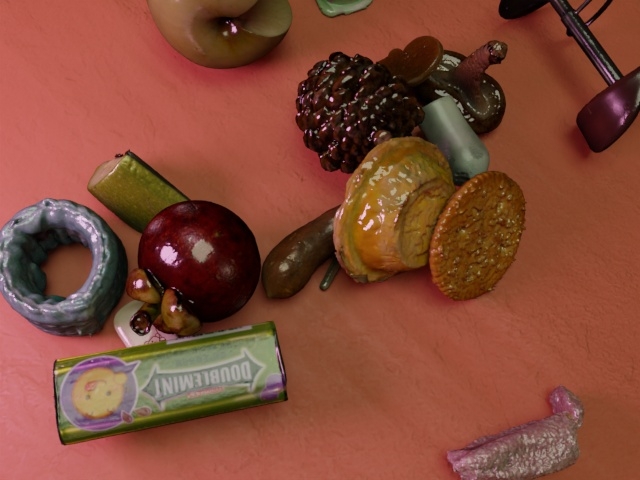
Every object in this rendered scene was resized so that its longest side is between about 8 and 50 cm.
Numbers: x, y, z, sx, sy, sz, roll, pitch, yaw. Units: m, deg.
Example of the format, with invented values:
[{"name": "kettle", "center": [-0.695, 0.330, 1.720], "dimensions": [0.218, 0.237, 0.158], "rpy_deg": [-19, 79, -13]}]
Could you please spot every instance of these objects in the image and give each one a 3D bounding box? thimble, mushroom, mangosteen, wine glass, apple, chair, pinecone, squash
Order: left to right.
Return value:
[{"name": "thimble", "center": [-0.428, 0.051, 1.043], "dimensions": [0.198, 0.143, 0.235], "rpy_deg": [-21, 75, -14]}, {"name": "squash", "center": [-0.305, -0.049, 1.163], "dimensions": [0.252, 0.169, 0.093], "rpy_deg": [42, 69, -27]}, {"name": "mangosteen", "center": [-0.216, 0.059, 1.017], "dimensions": [0.215, 0.215, 0.257], "rpy_deg": [27, 50, 3]}, {"name": "apple", "center": [-0.192, -0.489, 1.205], "dimensions": [0.292, 0.292, 0.254], "rpy_deg": [-9, 60, -11]}, {"name": "pinecone", "center": [0.061, -0.242, 1.181], "dimensions": [0.224, 0.224, 0.272], "rpy_deg": [-23, 42, -15]}, {"name": "wine glass", "center": [0.275, -0.166, 1.223], "dimensions": [0.103, 0.103, 0.231], "rpy_deg": [-26, 81, -16]}, {"name": "mushroom", "center": [0.298, -0.344, 1.245], "dimensions": [0.227, 0.217, 0.148], "rpy_deg": [32, 69, 5]}, {"name": "chair", "center": [0.573, -0.397, 1.304], "dimensions": [0.226, 0.226, 0.401], "rpy_deg": [-23, 75, -15]}]

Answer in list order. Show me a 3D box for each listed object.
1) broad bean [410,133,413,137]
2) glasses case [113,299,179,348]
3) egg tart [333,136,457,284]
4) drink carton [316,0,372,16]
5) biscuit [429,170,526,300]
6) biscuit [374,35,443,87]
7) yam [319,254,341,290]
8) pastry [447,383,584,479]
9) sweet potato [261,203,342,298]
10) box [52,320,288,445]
[{"name": "broad bean", "center": [0.179, -0.209, 1.275], "dimensions": [0.069, 0.039, 0.227], "rpy_deg": [-22, 75, -50]}, {"name": "glasses case", "center": [-0.276, 0.189, 1.058], "dimensions": [0.083, 0.050, 0.196], "rpy_deg": [-35, 77, -20]}, {"name": "egg tart", "center": [0.147, -0.043, 1.096], "dimensions": [0.288, 0.288, 0.118], "rpy_deg": [-39, 41, -19]}, {"name": "drink carton", "center": [0.054, -0.603, 1.355], "dimensions": [0.144, 0.142, 0.146], "rpy_deg": [-22, 72, -16]}, {"name": "biscuit", "center": [0.292, -0.005, 1.126], "dimensions": [0.254, 0.254, 0.035], "rpy_deg": [-40, 38, -19]}, {"name": "biscuit", "center": [0.179, -0.362, 1.283], "dimensions": [0.026, 0.175, 0.124], "rpy_deg": [35, 62, -38]}, {"name": "yam", "center": [0.030, 0.044, 1.169], "dimensions": [0.021, 0.021, 0.116], "rpy_deg": [29, 70, 4]}, {"name": "pastry", "center": [0.346, 0.353, 1.052], "dimensions": [0.265, 0.103, 0.112], "rpy_deg": [-25, 81, -14]}, {"name": "sweet potato", "center": [0.000, -0.001, 1.140], "dimensions": [0.292, 0.097, 0.097], "rpy_deg": [-41, 79, -14]}, {"name": "box", "center": [-0.227, 0.219, 0.974], "dimensions": [0.345, 0.097, 0.134], "rpy_deg": [-8, 73, -11]}]
